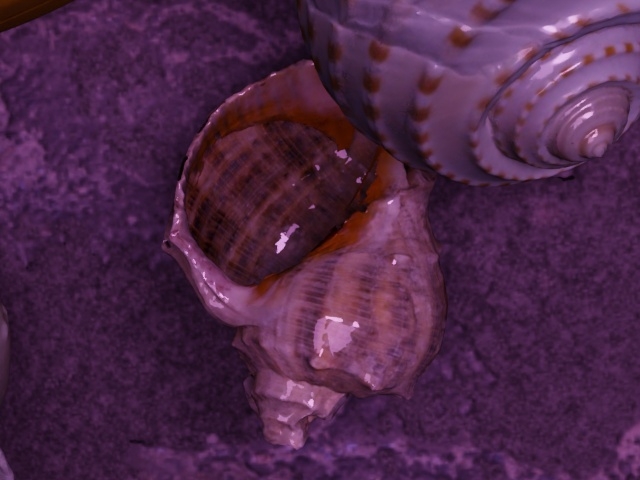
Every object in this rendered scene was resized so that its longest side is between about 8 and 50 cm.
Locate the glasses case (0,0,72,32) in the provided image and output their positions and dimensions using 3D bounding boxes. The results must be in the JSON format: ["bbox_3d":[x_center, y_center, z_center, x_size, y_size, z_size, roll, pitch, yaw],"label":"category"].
[{"bbox_3d":[-0.260,-0.230,1.240,0.371,0.141,0.173,-18,89,10],"label":"glasses case"}]

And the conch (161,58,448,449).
[{"bbox_3d":[-0.001,0.010,1.282,0.210,0.159,0.291,17,64,6],"label":"conch"}]

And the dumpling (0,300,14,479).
[{"bbox_3d":[-0.348,0.052,1.307,0.320,0.212,0.270,19,144,-14],"label":"dumpling"}]

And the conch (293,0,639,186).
[{"bbox_3d":[0.081,-0.185,1.140,0.319,0.215,0.303,37,150,16],"label":"conch"}]
